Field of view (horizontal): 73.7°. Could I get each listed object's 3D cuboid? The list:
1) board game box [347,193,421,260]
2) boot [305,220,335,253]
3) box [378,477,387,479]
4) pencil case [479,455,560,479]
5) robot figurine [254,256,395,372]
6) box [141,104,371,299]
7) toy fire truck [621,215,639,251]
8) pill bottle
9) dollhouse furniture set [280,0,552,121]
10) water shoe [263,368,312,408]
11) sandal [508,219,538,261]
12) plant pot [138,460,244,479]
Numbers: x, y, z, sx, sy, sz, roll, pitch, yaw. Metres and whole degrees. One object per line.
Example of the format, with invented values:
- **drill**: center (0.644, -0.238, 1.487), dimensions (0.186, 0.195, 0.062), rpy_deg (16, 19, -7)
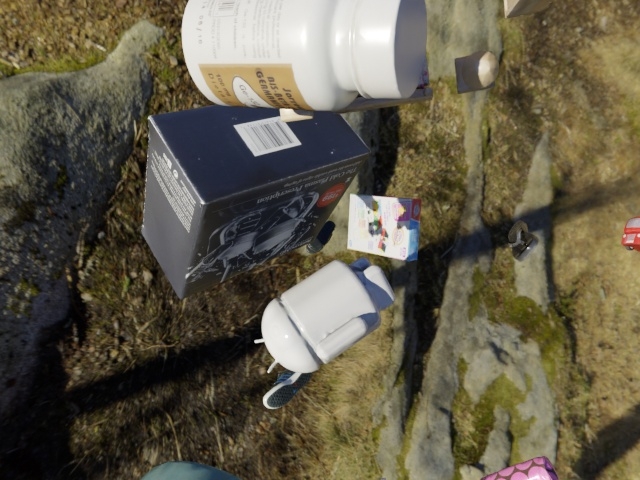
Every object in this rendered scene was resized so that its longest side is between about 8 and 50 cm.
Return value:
- **board game box**: center (0.249, -0.061, 1.727), dimensions (0.064, 0.317, 0.242), rpy_deg (-6, 103, -43)
- **boot**: center (-0.001, 0.000, 1.230), dimensions (0.045, 0.099, 0.121), rpy_deg (36, 73, 4)
- **box**: center (0.158, 0.698, 1.010), dimensions (0.103, 0.114, 0.203), rpy_deg (9, 29, -45)
- **pencil case**: center (0.557, 0.684, 1.193), dimensions (0.098, 0.209, 0.095), rpy_deg (45, 28, -24)
- **robot figurine**: center (0.006, 0.184, 1.046), dimensions (0.354, 0.300, 0.199), rpy_deg (-32, 108, -8)
- **box**: center (-0.133, -0.089, 0.812), dimensions (0.343, 0.312, 0.179), rpy_deg (-24, 71, -34)
- **toy fire truck**: center (0.662, -0.027, 0.805), dimensions (0.192, 0.047, 0.135), rpy_deg (17, 83, -17)
- **pill bottle**: center (-0.016, -0.203, 0.444), dimensions (0.229, 0.131, 0.131), rpy_deg (11, 68, 26)
- **dollhouse furniture set**: center (0.083, -0.318, 0.491), dimensions (0.356, 0.174, 0.303), rpy_deg (-6, 102, 14)
- **water shoe**: center (-0.117, 0.478, 1.407), dimensions (0.203, 0.080, 0.072), rpy_deg (-25, 109, -40)
- **sandal**: center (0.664, -0.003, 1.439), dimensions (0.055, 0.254, 0.097), rpy_deg (30, 112, 2)
- **plant pot**: center (-0.167, 0.413, 0.362), dimensions (0.341, 0.341, 0.334), rpy_deg (49, 32, -3)
